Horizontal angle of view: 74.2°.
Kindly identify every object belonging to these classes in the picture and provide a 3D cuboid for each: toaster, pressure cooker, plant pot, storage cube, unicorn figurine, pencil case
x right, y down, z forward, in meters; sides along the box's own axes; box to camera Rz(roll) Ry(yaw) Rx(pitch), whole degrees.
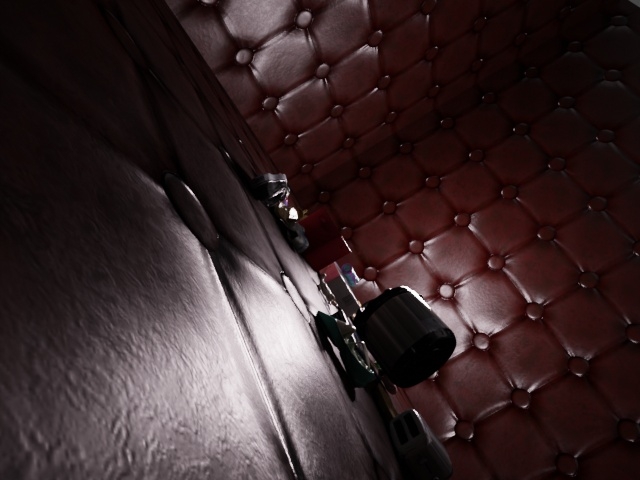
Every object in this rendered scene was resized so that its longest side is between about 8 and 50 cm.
[{"bbox_3d":[0.298,0.625,1.295,0.146,0.129,0.227,57,4,-11],"label":"toaster"},{"bbox_3d":[0.382,0.424,2.006,0.420,0.375,0.370,50,5,39],"label":"pressure cooker"},{"bbox_3d":[0.253,0.624,1.506,0.236,0.032,0.236,60,2,-4],"label":"plant pot"},{"bbox_3d":[0.000,0.000,1.942,0.184,0.193,0.215,61,2,31],"label":"storage cube"},{"bbox_3d":[0.023,0.199,1.739,0.111,0.060,0.162,-99,174,-85],"label":"unicorn figurine"},{"bbox_3d":[0.158,0.183,2.235,0.070,0.064,0.152,41,-10,37],"label":"pencil case"}]

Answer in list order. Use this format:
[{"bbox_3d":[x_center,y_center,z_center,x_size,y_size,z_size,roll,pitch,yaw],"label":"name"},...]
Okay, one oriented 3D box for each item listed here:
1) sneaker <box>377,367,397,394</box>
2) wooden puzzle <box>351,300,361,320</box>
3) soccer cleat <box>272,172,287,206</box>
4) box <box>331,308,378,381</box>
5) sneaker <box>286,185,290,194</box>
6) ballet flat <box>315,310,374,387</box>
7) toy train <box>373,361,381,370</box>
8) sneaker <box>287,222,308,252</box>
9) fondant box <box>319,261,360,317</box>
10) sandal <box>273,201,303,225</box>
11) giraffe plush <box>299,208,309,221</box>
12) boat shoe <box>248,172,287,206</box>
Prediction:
[{"bbox_3d":[0.312,0.667,2.005,0.134,0.051,0.070,64,13,26],"label":"sneaker"},{"bbox_3d":[0.229,0.453,2.461,0.348,0.080,0.322,60,3,21],"label":"wooden puzzle"},{"bbox_3d":[-0.185,-0.215,1.892,0.083,0.095,0.248,57,3,-48],"label":"soccer cleat"},{"bbox_3d":[0.119,0.375,1.513,0.175,0.051,0.220,58,3,-28],"label":"box"},{"bbox_3d":[-0.199,-0.252,2.184,0.085,0.086,0.237,60,3,-14],"label":"sneaker"},{"bbox_3d":[0.078,0.297,1.219,0.247,0.087,0.083,60,3,17],"label":"ballet flat"},{"bbox_3d":[0.300,0.652,2.186,0.083,0.023,0.017,58,3,-31],"label":"toy train"},{"bbox_3d":[-0.105,-0.033,1.710,0.083,0.071,0.191,46,7,-34],"label":"sneaker"},{"bbox_3d":[0.082,0.214,2.196,0.238,0.096,0.330,59,2,-25],"label":"fondant box"},{"bbox_3d":[-0.113,-0.108,1.794,0.240,0.079,0.088,28,68,-69],"label":"sandal"},{"bbox_3d":[-0.050,-0.045,2.267,0.210,0.181,0.171,20,-34,33],"label":"giraffe plush"},{"bbox_3d":[-0.177,-0.188,1.590,0.306,0.113,0.105,-55,121,-84],"label":"boat shoe"}]
